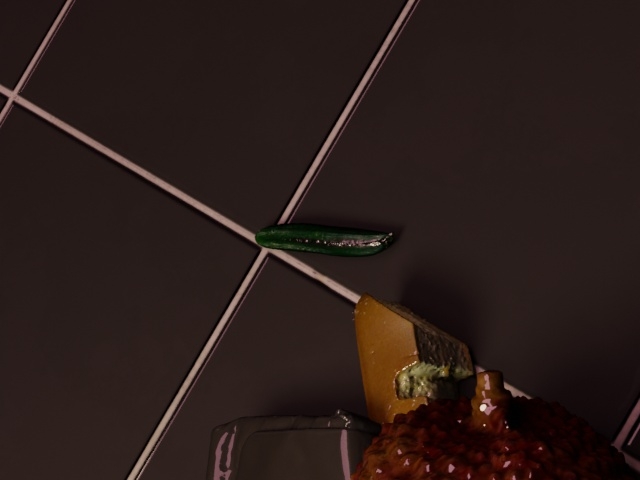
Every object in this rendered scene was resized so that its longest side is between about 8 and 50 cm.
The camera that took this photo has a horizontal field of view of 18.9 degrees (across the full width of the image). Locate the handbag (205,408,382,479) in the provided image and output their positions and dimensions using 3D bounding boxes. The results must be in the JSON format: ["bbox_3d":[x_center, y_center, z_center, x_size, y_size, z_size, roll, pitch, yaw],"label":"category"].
[{"bbox_3d":[-0.027,0.292,1.876,0.223,0.080,0.247,-7,73,49],"label":"handbag"}]

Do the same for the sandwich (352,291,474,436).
[{"bbox_3d":[0.095,0.149,1.878,0.088,0.090,0.244,-23,58,29],"label":"sandwich"}]

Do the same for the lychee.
[{"bbox_3d":[0.152,0.262,1.672,0.275,0.275,0.304,2,103,37],"label":"lychee"}]

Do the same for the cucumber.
[{"bbox_3d":[0.000,0.000,2.049,0.184,0.036,0.033,6,106,38],"label":"cucumber"}]
